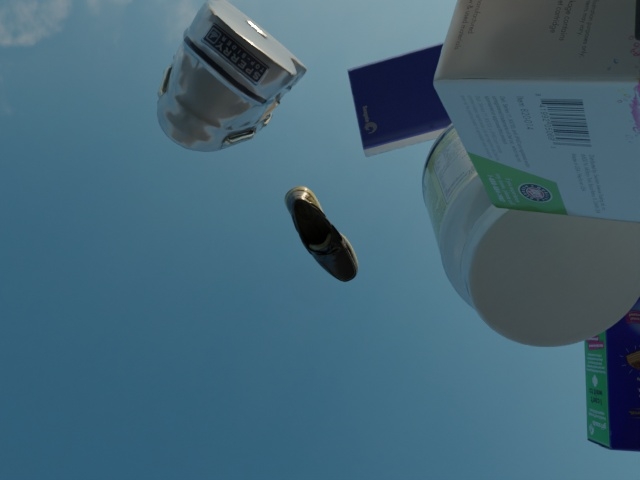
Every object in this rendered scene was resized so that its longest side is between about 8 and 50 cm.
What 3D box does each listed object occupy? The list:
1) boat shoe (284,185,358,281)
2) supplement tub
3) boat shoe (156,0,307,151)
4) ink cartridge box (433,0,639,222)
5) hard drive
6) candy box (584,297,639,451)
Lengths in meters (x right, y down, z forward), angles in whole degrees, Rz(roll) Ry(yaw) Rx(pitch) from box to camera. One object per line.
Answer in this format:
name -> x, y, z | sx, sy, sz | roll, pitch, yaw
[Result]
boat shoe -> 0.000, 0.000, 0.872 | 0.056, 0.049, 0.152 | -32, -70, 14
supplement tub -> 0.266, -0.033, 0.867 | 0.235, 0.235, 0.324 | 35, -158, -14
boat shoe -> -0.071, -0.121, 0.484 | 0.095, 0.258, 0.084 | 38, -77, -8
ink cartridge box -> 0.285, -0.099, 0.464 | 0.207, 0.354, 0.119 | 43, -119, -53
hard drive -> 0.220, -0.283, 1.229 | 0.319, 0.040, 0.210 | -14, -124, 9
candy box -> 0.649, 0.229, 1.236 | 0.269, 0.122, 0.316 | 1, -99, 3
